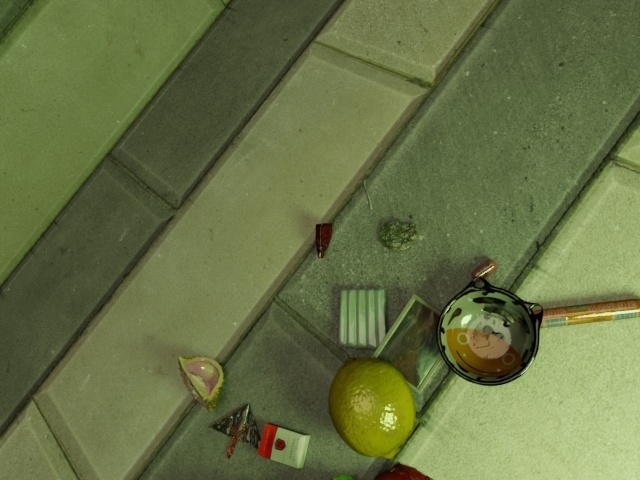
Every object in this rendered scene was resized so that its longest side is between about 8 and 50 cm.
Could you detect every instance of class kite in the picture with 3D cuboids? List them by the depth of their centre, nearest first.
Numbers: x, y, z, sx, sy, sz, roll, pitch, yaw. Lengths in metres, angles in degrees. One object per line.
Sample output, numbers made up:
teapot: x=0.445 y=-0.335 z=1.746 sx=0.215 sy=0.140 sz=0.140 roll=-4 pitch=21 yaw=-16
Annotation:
kite: x=-0.284 y=0.645 z=1.579 sx=0.232 sy=0.009 sz=0.189 roll=12 pitch=76 yaw=29

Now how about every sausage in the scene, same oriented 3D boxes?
sausage: x=0.727 y=0.204 z=1.285 sx=0.348 sy=0.053 sz=0.053 roll=-11 pitch=65 yaw=20

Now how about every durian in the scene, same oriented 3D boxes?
durian: x=-0.423 y=0.498 z=1.634 sx=0.183 sy=0.132 sz=0.165 roll=16 pitch=88 yaw=17

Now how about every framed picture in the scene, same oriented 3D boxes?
framed picture: x=0.294 y=0.315 z=1.421 sx=0.184 sy=0.016 sz=0.250 roll=35 pitch=86 yaw=12

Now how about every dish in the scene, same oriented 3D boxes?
dish: x=0.481 y=0.272 z=1.322 sx=0.303 sy=0.120 sz=0.302 roll=-11 pitch=66 yaw=25

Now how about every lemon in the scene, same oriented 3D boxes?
lemon: x=0.146 y=0.471 z=1.323 sx=0.268 sy=0.267 sz=0.267 roll=-9 pitch=66 yaw=21

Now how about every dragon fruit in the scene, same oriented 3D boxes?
dragon fruit: x=0.230 y=0.682 z=1.273 sx=0.161 sy=0.127 sz=0.120 roll=-35 pitch=67 yaw=8
dragon fruit: x=-0.003 y=-0.001 z=1.691 sx=0.063 sy=0.097 sz=0.131 roll=3 pitch=90 yaw=28

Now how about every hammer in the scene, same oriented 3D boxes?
hammer: x=0.507 y=0.092 z=1.437 sx=0.083 sy=0.043 sz=0.043 roll=-38 pitch=59 yaw=7

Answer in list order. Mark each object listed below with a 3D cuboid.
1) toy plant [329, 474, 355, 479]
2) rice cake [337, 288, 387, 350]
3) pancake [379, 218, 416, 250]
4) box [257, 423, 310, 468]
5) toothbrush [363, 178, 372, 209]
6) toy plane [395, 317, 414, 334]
toy plant: x=0.030 y=0.843 z=1.287 sx=0.224 sy=0.185 sz=0.315 roll=35 pitch=102 yaw=36
rice cake: x=0.139 y=0.259 z=1.534 sx=0.190 sy=0.037 sz=0.198 roll=0 pitch=70 yaw=24
pancake: x=0.265 y=-0.018 z=1.600 sx=0.130 sy=0.022 sz=0.116 roll=18 pitch=80 yaw=28
box: x=-0.117 y=0.655 z=1.482 sx=0.152 sy=0.048 sz=0.100 roll=5 pitch=69 yaw=28
toothbrush: x=0.176 y=-0.170 z=1.710 sx=0.013 sy=0.011 sz=0.131 roll=-29 pitch=58 yaw=35
toy plane: x=0.270 y=0.293 z=1.460 sx=0.102 sy=0.040 sz=0.111 roll=37 pitch=85 yaw=21
